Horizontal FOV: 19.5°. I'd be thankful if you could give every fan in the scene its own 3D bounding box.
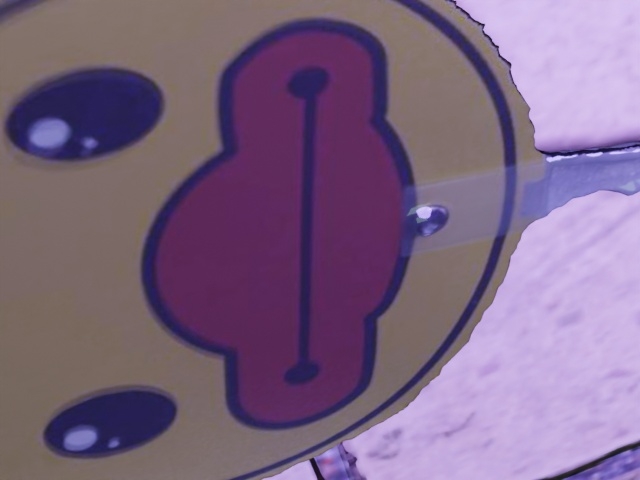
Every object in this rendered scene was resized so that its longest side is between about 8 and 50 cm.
[{"bbox_3d":[0.000,-0.001,0.532,0.335,0.011,0.229,-11,138,-12],"label":"fan"}]
